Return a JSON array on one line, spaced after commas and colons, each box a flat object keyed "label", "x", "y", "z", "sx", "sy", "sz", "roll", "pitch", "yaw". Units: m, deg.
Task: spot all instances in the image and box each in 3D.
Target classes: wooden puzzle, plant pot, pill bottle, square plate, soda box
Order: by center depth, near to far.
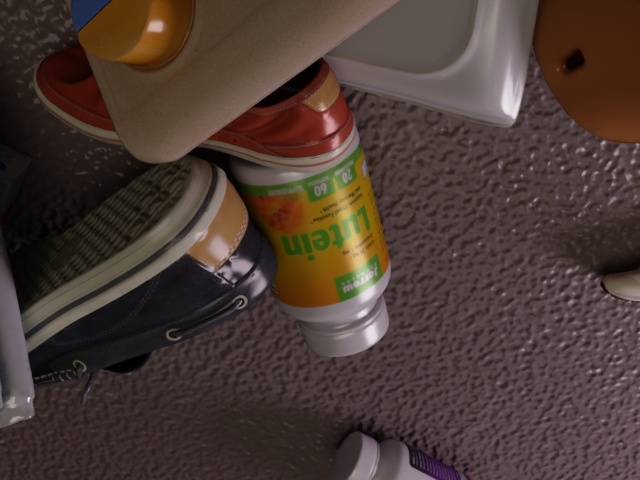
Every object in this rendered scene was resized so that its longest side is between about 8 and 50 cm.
[{"label": "wooden puzzle", "x": -0.116, "y": -0.278, "z": 0.627, "sx": 0.322, "sy": 0.080, "sz": 0.348, "roll": -29, "pitch": 83, "yaw": 30}, {"label": "plant pot", "x": 0.313, "y": -0.200, "z": 0.659, "sx": 0.291, "sy": 0.291, "sz": 0.203, "roll": 44, "pitch": 153, "yaw": -21}, {"label": "square plate", "x": 0.024, "y": -0.285, "z": 0.677, "sx": 0.344, "sy": 0.049, "sz": 0.347, "roll": 17, "pitch": 124, "yaw": 20}, {"label": "pill bottle", "x": 0.000, "y": 0.000, "z": 0.867, "sx": 0.136, "sy": 0.136, "sz": 0.246, "roll": -12, "pitch": 119, "yaw": 9}, {"label": "soda box", "x": -0.407, "y": -0.013, "z": 0.915, "sx": 0.074, "sy": 0.069, "sz": 0.216, "roll": 27, "pitch": 117, "yaw": -12}, {"label": "pill bottle", "x": 0.113, "y": 0.332, "z": 1.072, "sx": 0.193, "sy": 0.108, "sz": 0.108, "roll": 30, "pitch": 117, "yaw": -14}]

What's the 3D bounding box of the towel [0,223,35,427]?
[{"label": "towel", "x": -0.438, "y": 0.039, "z": 0.804, "sx": 0.320, "sy": 0.090, "sz": 0.374, "roll": -22, "pitch": 79, "yaw": 26}]

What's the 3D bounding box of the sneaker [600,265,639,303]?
[{"label": "sneaker", "x": 0.403, "y": 0.027, "z": 0.923, "sx": 0.161, "sy": 0.057, "sz": 0.075, "roll": -3, "pitch": 103, "yaw": 5}]

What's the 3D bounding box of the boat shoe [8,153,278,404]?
[{"label": "boat shoe", "x": -0.251, "y": 0.077, "z": 0.864, "sx": 0.500, "sy": 0.187, "sz": 0.156, "roll": -26, "pitch": 127, "yaw": 32}]

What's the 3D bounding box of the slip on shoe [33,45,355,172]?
[{"label": "slip on shoe", "x": -0.127, "y": -0.148, "z": 0.762, "sx": 0.331, "sy": 0.123, "sz": 0.101, "roll": 13, "pitch": 143, "yaw": 18}]
